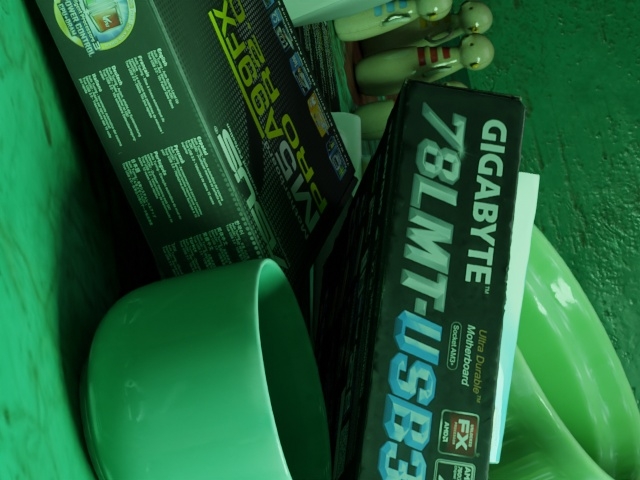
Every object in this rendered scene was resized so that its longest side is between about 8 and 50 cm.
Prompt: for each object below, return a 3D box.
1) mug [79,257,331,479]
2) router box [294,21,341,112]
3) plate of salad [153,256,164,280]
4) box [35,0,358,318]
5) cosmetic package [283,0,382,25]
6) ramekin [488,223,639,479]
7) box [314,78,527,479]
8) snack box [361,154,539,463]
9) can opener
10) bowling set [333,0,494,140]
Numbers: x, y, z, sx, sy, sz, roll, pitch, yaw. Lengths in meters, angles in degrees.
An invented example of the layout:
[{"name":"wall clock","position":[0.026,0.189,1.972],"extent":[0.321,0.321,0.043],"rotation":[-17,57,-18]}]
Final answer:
[{"name":"mug","position":[-0.058,0.091,0.876],"extent":[0.129,0.097,0.158],"rotation":[68,15,-44]},{"name":"router box","position":[-0.024,-0.167,1.518],"extent":[0.133,0.046,0.179],"rotation":[60,19,-58]},{"name":"plate of salad","position":[-0.064,-0.013,1.107],"extent":[0.200,0.048,0.200],"rotation":[-13,90,-80]},{"name":"box","position":[-0.072,-0.109,1.007],"extent":[0.216,0.060,0.270],"rotation":[-61,130,-68]},{"name":"cosmetic package","position":[0.004,-0.288,1.404],"extent":[0.225,0.138,0.224],"rotation":[68,22,-2]},{"name":"ramekin","position":[0.159,0.122,1.666],"extent":[0.303,0.148,0.303],"rotation":[49,23,-29]},{"name":"box","position":[0.036,0.105,0.998],"extent":[0.293,0.073,0.295],"rotation":[107,-9,-68]},{"name":"snack box","position":[0.070,0.037,1.298],"extent":[0.322,0.060,0.187],"rotation":[-160,-103,-79]},{"name":"can opener","position":[0.000,0.000,1.362],"extent":[0.280,0.074,0.093],"rotation":[-89,163,-53]},{"name":"bowling set","position":[0.096,-0.248,1.957],"extent":[0.287,0.154,0.200],"rotation":[-87,161,-59]}]
